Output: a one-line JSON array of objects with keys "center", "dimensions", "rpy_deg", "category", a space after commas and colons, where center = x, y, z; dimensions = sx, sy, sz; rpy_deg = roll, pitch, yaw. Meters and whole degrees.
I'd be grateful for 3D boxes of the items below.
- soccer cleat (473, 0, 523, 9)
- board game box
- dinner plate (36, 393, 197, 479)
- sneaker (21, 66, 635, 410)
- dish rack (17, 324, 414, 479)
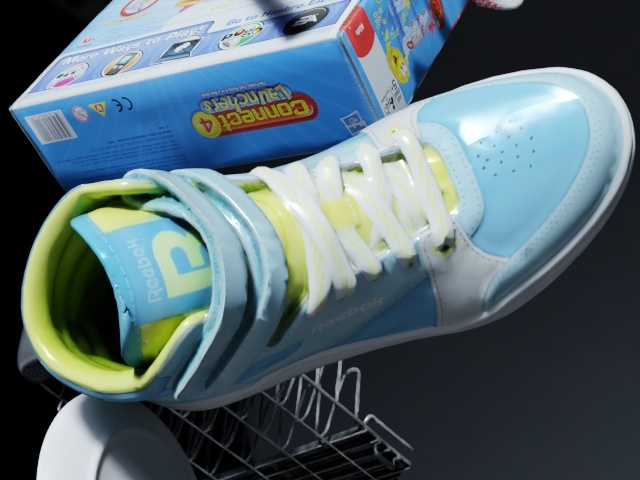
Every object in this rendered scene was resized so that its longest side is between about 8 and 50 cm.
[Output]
[{"center": [0.104, -0.184, 0.858], "dimensions": [0.083, 0.029, 0.035], "rpy_deg": [32, -12, -6], "category": "soccer cleat"}, {"center": [-0.039, -0.178, 0.994], "dimensions": [0.308, 0.086, 0.302], "rpy_deg": [-6, 36, 35], "category": "board game box"}, {"center": [-0.096, 0.145, 0.667], "dimensions": [0.017, 0.141, 0.141], "rpy_deg": [-20, -11, 25], "category": "dinner plate"}, {"center": [0.000, 0.000, 0.618], "dimensions": [0.319, 0.127, 0.208], "rpy_deg": [-28, -13, 13], "category": "sneaker"}, {"center": [-0.070, 0.110, 0.919], "dimensions": [0.208, 0.074, 0.271], "rpy_deg": [-23, -52, 34], "category": "dish rack"}]
